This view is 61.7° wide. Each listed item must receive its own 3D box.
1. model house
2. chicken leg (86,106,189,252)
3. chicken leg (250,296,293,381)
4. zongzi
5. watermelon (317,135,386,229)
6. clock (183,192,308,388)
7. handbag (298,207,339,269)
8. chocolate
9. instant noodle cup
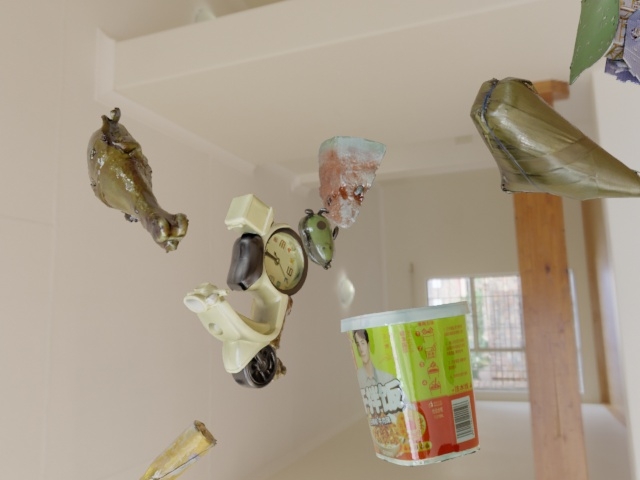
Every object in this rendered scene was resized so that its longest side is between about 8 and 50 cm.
[{"bbox_3d":[0.418,-0.295,0.735,0.117,0.088,0.167,110,174,-76],"label":"model house"},{"bbox_3d":[-0.410,-0.100,1.165,0.361,0.140,0.211,58,156,21],"label":"chicken leg"},{"bbox_3d":[-0.126,0.235,1.381,0.087,0.107,0.251,39,-140,-54],"label":"chicken leg"},{"bbox_3d":[0.424,-0.167,0.917,0.260,0.289,0.123,44,-110,-44],"label":"zongzi"},{"bbox_3d":[0.063,-0.136,1.276,0.094,0.154,0.241,123,157,-71],"label":"watermelon"},{"bbox_3d":[-0.158,0.109,1.186,0.276,0.120,0.379,44,-130,-38],"label":"clock"},{"bbox_3d":[0.000,0.000,0.954,0.072,0.047,0.111,-8,-104,-28],"label":"handbag"},{"bbox_3d":[-0.347,0.521,1.245,0.219,0.085,0.085,-42,-38,-9],"label":"chocolate"},{"bbox_3d":[0.205,0.304,1.169,0.294,0.294,0.308,19,-119,-68],"label":"instant noodle cup"}]
